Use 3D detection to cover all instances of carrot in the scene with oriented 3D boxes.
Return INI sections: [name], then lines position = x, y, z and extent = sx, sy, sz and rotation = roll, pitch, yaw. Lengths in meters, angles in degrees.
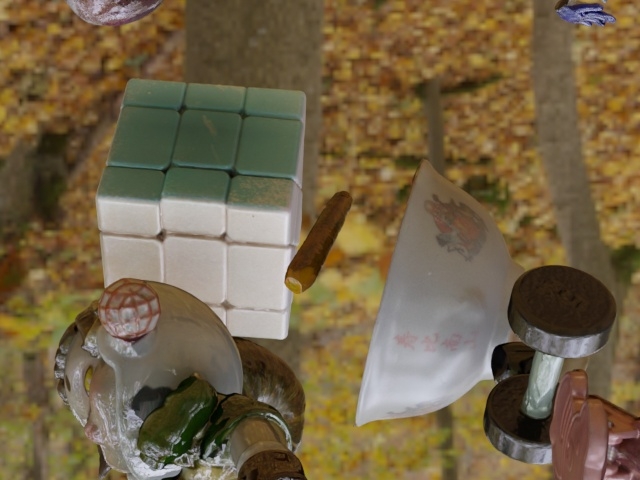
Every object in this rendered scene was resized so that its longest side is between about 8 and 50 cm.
[carrot]
position = 0.000, 0.000, 1.781
extent = 0.042, 0.042, 0.170
rotation = -1, -138, 32

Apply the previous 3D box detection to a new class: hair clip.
[hair clip]
position = 0.199, 0.160, 1.041
extent = 0.102, 0.123, 0.138
rotation = -5, -158, -32

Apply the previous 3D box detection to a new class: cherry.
[cherry]
position = -0.281, -0.367, 1.821
extent = 0.176, 0.176, 0.140
rotation = -1, 142, -51

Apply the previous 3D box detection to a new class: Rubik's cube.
[Rubik's cube]
position = -0.193, -0.054, 2.332
extent = 0.316, 0.318, 0.321
rotation = 6, -136, 2

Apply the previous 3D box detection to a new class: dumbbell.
[dumbbell]
position = 0.219, 0.123, 1.328
extent = 0.100, 0.191, 0.100
rotation = 3, -138, -3

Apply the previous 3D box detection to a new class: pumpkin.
[pumpkin]
position = -0.125, 0.233, 1.862
extent = 0.219, 0.218, 0.162
rotation = -1, 178, -36

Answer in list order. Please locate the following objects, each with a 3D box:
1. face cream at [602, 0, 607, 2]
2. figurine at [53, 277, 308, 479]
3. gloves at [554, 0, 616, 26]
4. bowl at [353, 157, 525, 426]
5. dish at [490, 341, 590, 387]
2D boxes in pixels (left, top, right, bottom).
[face cream]
position = 0.228, -0.426, 1.390
extent = 0.385, 0.135, 0.086
rotation = 47, 159, -30
[figurine]
position = -0.123, 0.157, 1.234
extent = 0.167, 0.281, 0.370
rotation = -21, -147, -23
[gloves]
position = 0.382, -0.325, 1.963
extent = 0.086, 0.026, 0.064
rotation = 18, 168, -26
[bowl]
position = 0.158, 0.082, 1.680
extent = 0.157, 0.345, 0.345
rotation = 14, -178, 8
[dish]
position = 0.219, 0.145, 1.502
extent = 0.078, 0.141, 0.141
rotation = 40, 174, -7
